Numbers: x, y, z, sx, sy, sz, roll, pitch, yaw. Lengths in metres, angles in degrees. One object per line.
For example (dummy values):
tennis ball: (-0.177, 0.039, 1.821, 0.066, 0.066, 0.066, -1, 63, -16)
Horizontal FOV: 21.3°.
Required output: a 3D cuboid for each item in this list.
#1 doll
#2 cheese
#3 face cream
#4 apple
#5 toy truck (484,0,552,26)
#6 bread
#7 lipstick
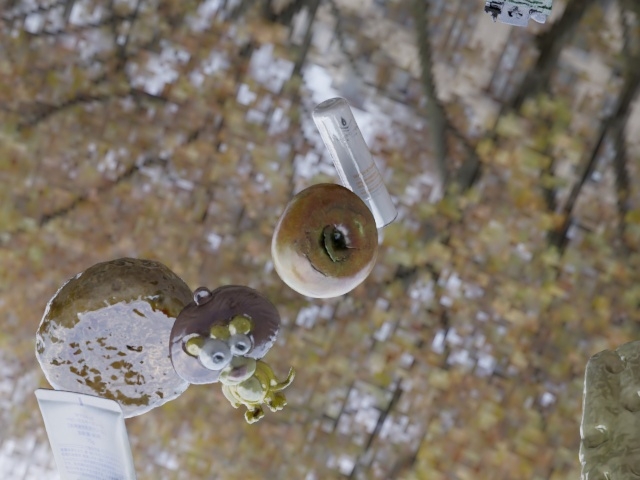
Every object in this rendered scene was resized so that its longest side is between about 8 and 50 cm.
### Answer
doll: (-0.100, 0.135, 2.107, 0.188, 0.145, 0.096, 38, -168, -18)
cheese: (0.200, 0.145, 1.108, 0.065, 0.043, 0.194, -10, -139, 19)
face cream: (-0.218, 0.251, 1.698, 0.114, 0.224, 0.070, 5, -157, 35)
apple: (0.000, 0.000, 1.692, 0.099, 0.114, 0.102, -5, -177, -18)
toy truck: (0.253, -0.362, 2.051, 0.088, 0.121, 0.259, 13, -139, 2)
bread: (-0.262, 0.120, 2.219, 0.230, 0.230, 0.123, 12, -150, -23)
lipstick: (0.035, -0.078, 1.731, 0.040, 0.141, 0.040, -22, -157, 10)
